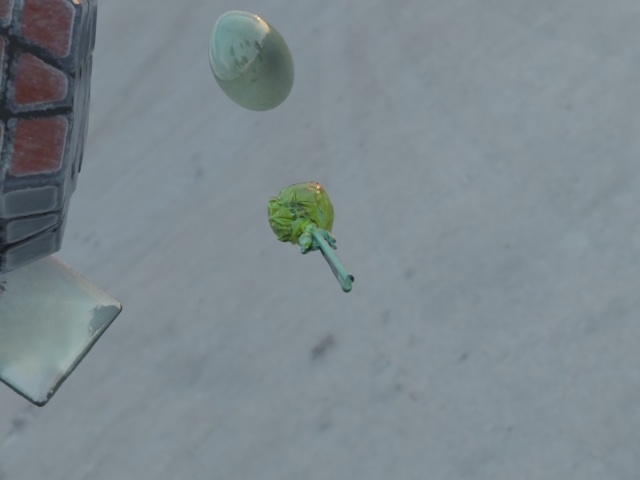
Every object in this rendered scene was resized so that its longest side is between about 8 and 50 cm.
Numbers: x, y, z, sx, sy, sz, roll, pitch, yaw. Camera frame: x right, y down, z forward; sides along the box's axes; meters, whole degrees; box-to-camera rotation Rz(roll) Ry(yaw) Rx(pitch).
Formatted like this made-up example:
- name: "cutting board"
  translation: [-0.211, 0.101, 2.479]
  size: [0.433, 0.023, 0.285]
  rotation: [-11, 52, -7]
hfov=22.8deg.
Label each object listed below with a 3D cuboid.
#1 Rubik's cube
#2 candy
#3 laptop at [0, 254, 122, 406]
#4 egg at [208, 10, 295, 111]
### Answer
- name: "Rubik's cube"
  translation: [-0.298, -0.106, 1.108]
  size: [0.319, 0.264, 0.319]
  rotation: [-173, 90, -85]
- name: "candy"
  translation: [-0.002, 0.002, 1.726]
  size: [0.077, 0.073, 0.262]
  rotation: [0, 20, -14]
- name: "laptop"
  translation: [-0.386, 0.060, 1.860]
  size: [0.187, 0.269, 0.015]
  rotation: [-54, -1, -42]
- name: "egg"
  translation: [-0.099, -0.254, 2.238]
  size: [0.114, 0.152, 0.114]
  rotation: [-27, 13, 7]
